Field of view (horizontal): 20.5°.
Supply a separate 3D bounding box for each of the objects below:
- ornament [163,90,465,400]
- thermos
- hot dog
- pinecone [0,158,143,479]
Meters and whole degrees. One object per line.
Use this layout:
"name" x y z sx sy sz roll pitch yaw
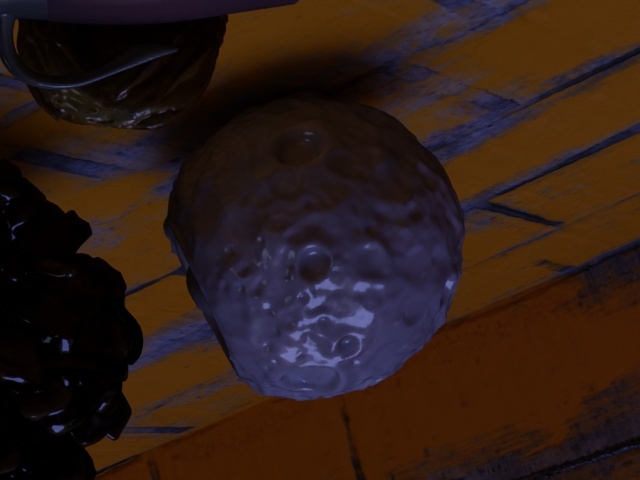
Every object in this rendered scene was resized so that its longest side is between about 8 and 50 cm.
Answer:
"ornament" 0.000 0.000 1.924 0.337 0.337 0.337 -16 165 -5
"thermos" -0.153 -0.211 1.318 0.265 0.176 0.146 -14 -175 -13
"hot dog" -0.163 -0.164 1.461 0.175 0.114 0.259 3 -168 -7
"pinecone" -0.370 0.084 1.756 0.398 0.397 0.398 -16 165 -5
